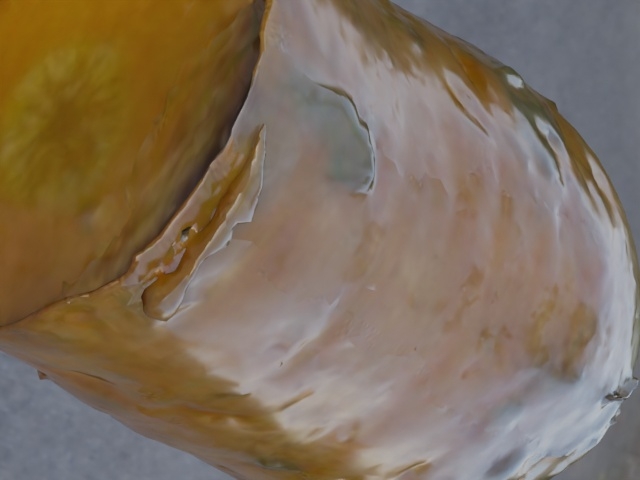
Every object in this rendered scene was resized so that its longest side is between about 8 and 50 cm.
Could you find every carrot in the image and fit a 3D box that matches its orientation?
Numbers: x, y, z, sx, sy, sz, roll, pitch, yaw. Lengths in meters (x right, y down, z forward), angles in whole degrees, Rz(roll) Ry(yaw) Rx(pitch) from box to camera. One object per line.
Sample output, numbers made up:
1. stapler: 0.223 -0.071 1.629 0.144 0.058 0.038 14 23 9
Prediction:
1. carrot: 0.000 0.000 0.602 0.340 0.224 0.224 32 75 -47
